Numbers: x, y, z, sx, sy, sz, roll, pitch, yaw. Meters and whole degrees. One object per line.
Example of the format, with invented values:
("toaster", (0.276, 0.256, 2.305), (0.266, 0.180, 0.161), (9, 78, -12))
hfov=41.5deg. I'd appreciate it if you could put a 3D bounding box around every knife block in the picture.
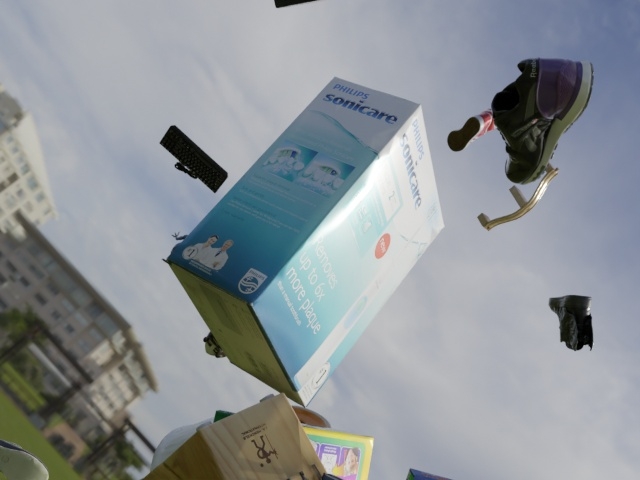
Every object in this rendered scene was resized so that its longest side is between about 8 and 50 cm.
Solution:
("knife block", (-0.036, 0.263, 0.685), (0.275, 0.088, 0.242), (-45, -112, 47))

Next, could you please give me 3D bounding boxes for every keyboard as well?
("keyboard", (-0.308, -0.185, 2.020), (0.180, 0.023, 0.108), (43, -41, -2))

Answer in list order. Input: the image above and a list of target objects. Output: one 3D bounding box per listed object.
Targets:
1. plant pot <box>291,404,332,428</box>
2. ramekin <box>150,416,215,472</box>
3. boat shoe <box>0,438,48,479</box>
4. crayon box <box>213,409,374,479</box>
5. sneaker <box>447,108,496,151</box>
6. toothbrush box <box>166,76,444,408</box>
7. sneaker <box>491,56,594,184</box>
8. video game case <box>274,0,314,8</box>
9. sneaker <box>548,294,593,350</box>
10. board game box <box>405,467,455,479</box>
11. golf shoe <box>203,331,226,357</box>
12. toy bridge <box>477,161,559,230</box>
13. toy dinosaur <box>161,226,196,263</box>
("plant pot", (-0.063, 0.435, 1.662), (0.205, 0.188, 0.205), (16, 12, -4))
("ramekin", (-0.221, 0.519, 1.851), (0.135, 0.277, 0.277), (-32, -78, 34))
("boat shoe", (-0.472, 0.327, 1.273), (0.137, 0.049, 0.043), (29, -4, -14))
("crayon box", (-0.045, 0.349, 1.228), (0.081, 0.165, 0.278), (1, -15, 42))
("sneaker", (0.285, -0.205, 1.564), (0.042, 0.067, 0.118), (61, -27, 5))
("toothbrush box", (0.000, 0.000, 0.946), (0.126, 0.295, 0.216), (24, -28, 31))
("sneaker", (0.326, -0.198, 1.365), (0.124, 0.107, 0.283), (10, -31, -3))
("video game case", (0.069, -0.488, 1.621), (0.248, 0.275, 0.035), (-5, -73, 18))
("sneaker", (0.401, 0.134, 1.355), (0.051, 0.089, 0.170), (4, -8, 1))
("board game box", (0.227, 0.479, 1.433), (0.201, 0.136, 0.035), (18, 3, -8))
("golf shoe", (-0.184, 0.191, 1.618), (0.077, 0.094, 0.198), (52, 0, 17))
("toy bridge", (0.400, -0.083, 1.688), (0.026, 0.188, 0.063), (32, 26, -37))
("toy dinosaur", (-0.191, 0.010, 1.246), (0.047, 0.082, 0.090), (42, -13, -22))
